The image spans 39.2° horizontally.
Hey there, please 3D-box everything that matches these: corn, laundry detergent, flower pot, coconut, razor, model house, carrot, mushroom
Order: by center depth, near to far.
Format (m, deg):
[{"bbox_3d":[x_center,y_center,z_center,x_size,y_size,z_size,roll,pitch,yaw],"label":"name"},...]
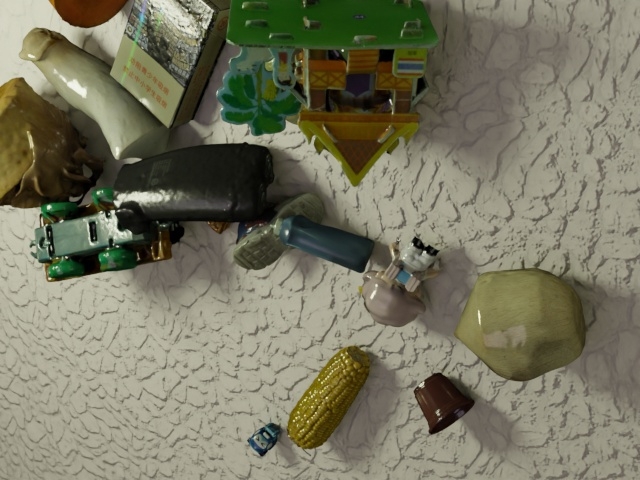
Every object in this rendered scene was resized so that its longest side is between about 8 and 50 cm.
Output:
[{"bbox_3d":[0.001,-0.238,1.523,0.358,0.242,0.312,0,120,-5],"label":"model house"},{"bbox_3d":[0.339,0.145,1.555,0.224,0.224,0.224,16,119,31],"label":"coconut"},{"bbox_3d":[-0.001,0.001,1.769,0.206,0.096,0.061,19,119,1],"label":"laundry detergent"},{"bbox_3d":[0.235,0.317,1.784,0.089,0.111,0.111,54,133,23],"label":"flower pot"},{"bbox_3d":[-0.264,-0.111,1.848,0.327,0.189,0.107,-5,142,16],"label":"razor"},{"bbox_3d":[-0.531,-0.627,1.850,0.331,0.193,0.214,61,169,3],"label":"carrot"},{"bbox_3d":[0.016,0.346,1.954,0.106,0.106,0.305,41,129,15],"label":"corn"},{"bbox_3d":[-0.500,-0.328,1.989,0.397,0.177,0.126,43,114,17],"label":"mushroom"}]

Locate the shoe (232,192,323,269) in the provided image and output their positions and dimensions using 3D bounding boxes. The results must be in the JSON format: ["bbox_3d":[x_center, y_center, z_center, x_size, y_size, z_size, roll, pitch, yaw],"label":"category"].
[{"bbox_3d":[-0.091,-0.038,1.878,0.228,0.125,0.099,-36,124,19],"label":"shoe"}]

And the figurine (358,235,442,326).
[{"bbox_3d":[0.150,0.089,1.727,0.137,0.112,0.229,28,127,-3],"label":"figurine"}]

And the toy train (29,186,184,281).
[{"bbox_3d":[-0.482,-0.009,2.080,0.429,0.249,0.178,-11,84,26],"label":"toy train"}]

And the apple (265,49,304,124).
[{"bbox_3d":[-0.076,-0.326,1.706,0.193,0.120,0.264,-13,100,50],"label":"apple"}]

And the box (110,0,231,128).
[{"bbox_3d":[-0.307,-0.411,1.858,0.198,0.084,0.310,43,130,14],"label":"box"}]

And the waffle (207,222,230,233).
[{"bbox_3d":[-0.221,-0.096,1.967,0.102,0.042,0.148,42,130,16],"label":"waffle"}]

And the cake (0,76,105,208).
[{"bbox_3d":[-0.693,-0.175,2.123,0.332,0.332,0.321,-22,127,41],"label":"cake"}]

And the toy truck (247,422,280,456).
[{"bbox_3d":[-0.126,0.462,2.135,0.056,0.073,0.090,44,131,12],"label":"toy truck"}]
